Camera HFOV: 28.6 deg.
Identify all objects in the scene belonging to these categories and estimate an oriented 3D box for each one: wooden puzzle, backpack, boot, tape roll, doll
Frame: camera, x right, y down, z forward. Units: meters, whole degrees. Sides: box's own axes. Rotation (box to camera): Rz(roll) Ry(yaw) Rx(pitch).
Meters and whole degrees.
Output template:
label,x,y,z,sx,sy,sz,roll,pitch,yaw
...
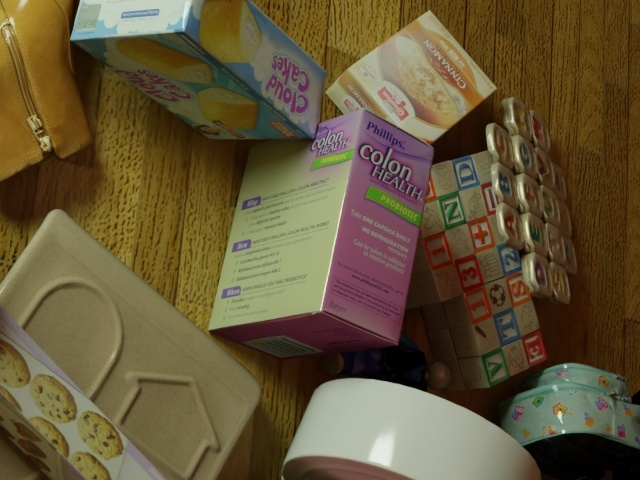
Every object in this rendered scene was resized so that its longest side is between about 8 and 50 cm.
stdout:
label,x,y,z,sx,sy,sz,roll,pitch,yaw
wooden puzzle,-0.248,0.192,1.293,0.322,0.080,0.348,44,53,-25
backpack,0.335,0.247,1.701,0.188,0.166,0.144,13,62,-40
boot,-0.289,-0.201,1.327,0.295,0.104,0.211,-40,113,-34
tape roll,0.101,0.270,1.428,0.286,0.286,0.100,39,60,-27
doll,0.087,0.176,1.586,0.189,0.046,0.129,1,82,-37

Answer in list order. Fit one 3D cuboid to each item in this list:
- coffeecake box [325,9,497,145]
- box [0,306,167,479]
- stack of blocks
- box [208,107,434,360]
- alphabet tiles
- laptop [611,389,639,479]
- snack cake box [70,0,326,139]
label,x,y,z,sx,sy,sz,roll,pitch,yaw
coffeecake box,0.121,-0.197,1.649,0.142,0.068,0.185,50,53,0
box,-0.232,0.200,1.206,0.324,0.063,0.067,52,51,-19
stack of blocks,0.181,0.044,1.662,0.171,0.087,0.297,-18,93,-40
box,0.000,0.000,1.440,0.117,0.213,0.243,25,66,-33
alphabet tiles,0.304,-0.054,1.755,0.278,0.021,0.284,21,60,-56
laptop,0.499,0.353,1.831,0.136,0.264,0.234,12,69,1
snack cake box,-0.125,-0.200,1.362,0.264,0.152,0.089,34,62,-54
